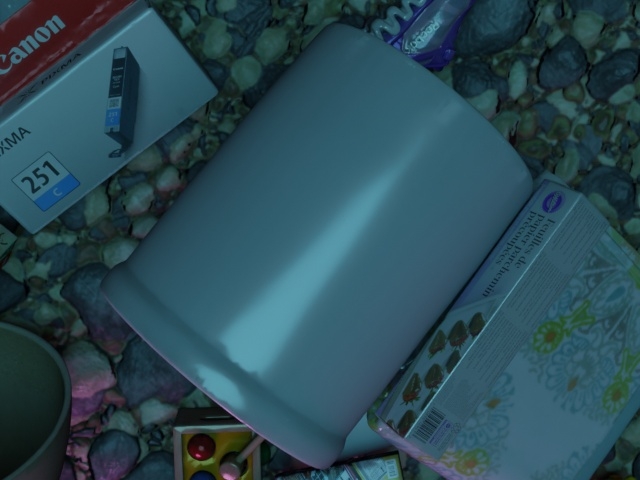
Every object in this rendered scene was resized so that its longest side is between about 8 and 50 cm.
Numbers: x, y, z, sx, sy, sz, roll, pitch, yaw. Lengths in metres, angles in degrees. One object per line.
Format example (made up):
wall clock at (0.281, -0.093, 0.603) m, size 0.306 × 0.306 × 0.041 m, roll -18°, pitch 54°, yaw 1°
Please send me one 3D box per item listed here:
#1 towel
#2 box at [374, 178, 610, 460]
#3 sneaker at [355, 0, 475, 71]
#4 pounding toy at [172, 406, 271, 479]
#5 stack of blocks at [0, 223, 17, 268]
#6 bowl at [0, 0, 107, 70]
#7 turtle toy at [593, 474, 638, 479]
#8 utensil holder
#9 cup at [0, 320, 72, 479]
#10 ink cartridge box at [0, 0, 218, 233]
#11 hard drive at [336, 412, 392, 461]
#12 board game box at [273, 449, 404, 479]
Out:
towel at (0.268, 0.144, 1.194) m, size 0.320 × 0.090 × 0.374 m, roll 37°, pitch 87°, yaw -28°
box at (0.186, 0.085, 1.051) m, size 0.067 × 0.063 × 0.324 m, roll 37°, pitch 88°, yaw -34°
sneaker at (0.139, -0.267, 1.189) m, size 0.236 × 0.095 × 0.104 m, roll -37°, pitch 105°, yaw 8°
pounding toy at (-0.117, 0.273, 1.251) m, size 0.141 × 0.100 × 0.130 m, roll -1°, pitch 99°, yaw -2°
stack of blocks at (-0.539, -0.022, 1.152) m, size 0.297 × 0.087 × 0.171 m, roll 39°, pitch 56°, yaw -7°
bowl at (-0.336, -0.293, 1.179) m, size 0.142 × 0.053 × 0.142 m, roll -42°, pitch 99°, yaw 4°
turtle toy at (0.399, 0.371, 1.304) m, size 0.095 × 0.066 × 0.130 m, roll -33°, pitch 99°, yaw 3°
utensil holder at (0.000, 0.000, 1.086) m, size 0.327 × 0.327 × 0.385 m, roll 38°, pitch 87°, yaw -7°
cup at (-0.454, 0.285, 1.157) m, size 0.331 × 0.331 × 0.237 m, roll 1°, pitch 123°, yaw -2°
ink cartridge box at (-0.315, -0.189, 1.142) m, size 0.296 × 0.066 × 0.261 m, roll -37°, pitch 123°, yaw 3°
hard drive at (0.113, 0.160, 1.274) m, size 0.307 × 0.040 × 0.203 m, roll -16°, pitch 99°, yaw 0°
board game box at (0.044, 0.404, 1.235) m, size 0.165 × 0.042 × 0.243 m, roll -11°, pitch 83°, yaw 3°
